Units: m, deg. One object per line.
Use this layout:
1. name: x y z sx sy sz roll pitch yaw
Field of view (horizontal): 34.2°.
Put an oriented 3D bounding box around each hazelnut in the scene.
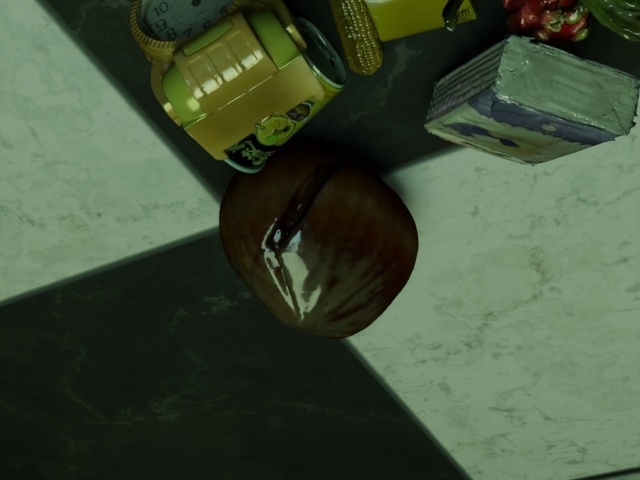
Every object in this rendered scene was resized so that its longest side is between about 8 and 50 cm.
1. hazelnut: 0.000 0.000 2.000 0.359 0.359 0.409 -25 140 30

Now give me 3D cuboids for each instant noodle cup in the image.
1. instant noodle cup: -0.088 -0.263 1.806 0.236 0.215 0.215 -33 127 24

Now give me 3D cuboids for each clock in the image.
1. clock: -0.165 -0.322 1.651 0.244 0.317 0.200 -30 146 4

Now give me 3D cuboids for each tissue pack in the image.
1. tissue pack: 0.340 -0.224 1.737 0.242 0.125 0.343 15 174 -12
2. tissue pack: 0.163 -0.401 1.693 0.169 0.082 0.120 -11 138 17

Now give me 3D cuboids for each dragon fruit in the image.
1. dragon fruit: 0.368 -0.378 1.631 0.166 0.172 0.160 -11 136 17

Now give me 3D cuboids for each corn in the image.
1. corn: 0.061 -0.364 1.759 0.068 0.068 0.207 -6 137 13

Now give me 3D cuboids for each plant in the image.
1. plant: 0.358 -0.409 1.469 0.333 0.251 0.180 10 149 -3
